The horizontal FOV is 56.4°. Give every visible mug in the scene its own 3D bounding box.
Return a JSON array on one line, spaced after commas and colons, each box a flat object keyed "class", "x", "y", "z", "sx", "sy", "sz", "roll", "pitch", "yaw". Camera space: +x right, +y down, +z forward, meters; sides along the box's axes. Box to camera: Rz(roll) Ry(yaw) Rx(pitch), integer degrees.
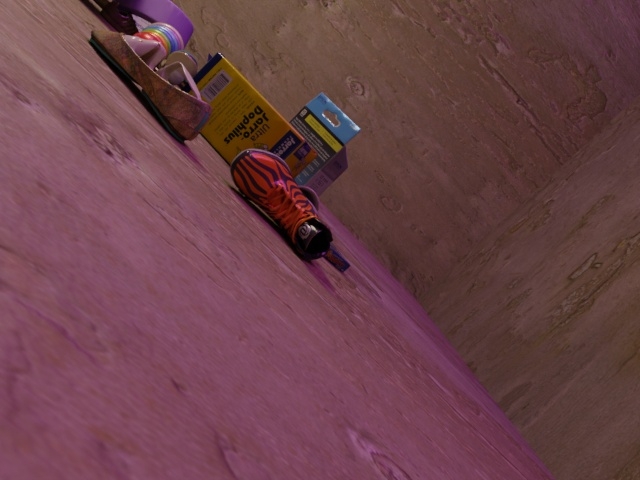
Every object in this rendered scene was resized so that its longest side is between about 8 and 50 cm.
[{"class": "mug", "x": -0.072, "y": -0.090, "z": 1.717, "sx": 0.113, "sy": 0.150, "sz": 0.169, "roll": 8, "pitch": 9, "yaw": -9}]

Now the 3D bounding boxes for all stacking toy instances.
[{"class": "stacking toy", "x": -0.491, "y": -0.569, "z": 1.764, "sx": 0.141, "sy": 0.141, "sz": 0.330, "roll": 45, "pitch": 10, "yaw": -19}]

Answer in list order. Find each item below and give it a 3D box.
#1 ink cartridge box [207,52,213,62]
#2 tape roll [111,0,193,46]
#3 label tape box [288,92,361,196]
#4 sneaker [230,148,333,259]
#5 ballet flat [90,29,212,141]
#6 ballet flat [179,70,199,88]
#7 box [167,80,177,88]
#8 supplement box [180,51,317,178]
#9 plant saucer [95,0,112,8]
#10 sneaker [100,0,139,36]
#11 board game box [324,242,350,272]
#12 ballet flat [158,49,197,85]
[{"class": "ink cartridge box", "x": -0.385, "y": -0.552, "z": 2.225, "sx": 0.208, "sy": 0.045, "sz": 0.206, "roll": 48, "pitch": -37, "yaw": 19}, {"class": "tape roll", "x": -0.580, "y": -0.756, "z": 2.050, "sx": 0.275, "sy": 0.090, "sz": 0.275, "roll": 25, "pitch": -9, "yaw": 4}, {"class": "label tape box", "x": -0.037, "y": -0.292, "z": 2.011, "sx": 0.249, "sy": 0.348, "sz": 0.115, "roll": 50, "pitch": 6, "yaw": 33}, {"class": "sneaker", "x": -0.067, "y": -0.074, "z": 1.368, "sx": 0.321, "sy": 0.124, "sz": 0.180, "roll": 42, "pitch": 6, "yaw": -41}, {"class": "ballet flat", "x": -0.356, "y": -0.359, "z": 1.284, "sx": 0.348, "sy": 0.123, "sz": 0.123, "roll": 48, "pitch": 5, "yaw": 16}, {"class": "ballet flat", "x": -0.434, "y": -0.546, "z": 2.171, "sx": 0.316, "sy": 0.108, "sz": 0.106, "roll": 48, "pitch": -13, "yaw": 10}, {"class": "box", "x": -0.372, "y": -0.357, "z": 1.515, "sx": 0.109, "sy": 0.042, "sz": 0.178, "roll": 45, "pitch": 5, "yaw": -22}, {"class": "supplement box", "x": -0.208, "y": -0.316, "z": 1.685, "sx": 0.356, "sy": 0.195, "sz": 0.194, "roll": 47, "pitch": 5, "yaw": 10}, {"class": "plant saucer", "x": -0.802, "y": -0.891, "z": 2.159, "sx": 0.278, "sy": 0.041, "sz": 0.278, "roll": 45, "pitch": 5, "yaw": -5}, {"class": "sneaker", "x": -0.626, "y": -0.702, "z": 1.950, "sx": 0.066, "sy": 0.071, "sz": 0.188, "roll": 49, "pitch": 6, "yaw": 30}, {"class": "board game box", "x": 0.000, "y": 0.000, "z": 1.821, "sx": 0.136, "sy": 0.035, "sz": 0.201, "roll": 41, "pitch": 7, "yaw": -45}, {"class": "ballet flat", "x": -0.398, "y": -0.455, "z": 1.623, "sx": 0.086, "sy": 0.086, "sz": 0.248, "roll": 44, "pitch": -12, "yaw": -23}]
